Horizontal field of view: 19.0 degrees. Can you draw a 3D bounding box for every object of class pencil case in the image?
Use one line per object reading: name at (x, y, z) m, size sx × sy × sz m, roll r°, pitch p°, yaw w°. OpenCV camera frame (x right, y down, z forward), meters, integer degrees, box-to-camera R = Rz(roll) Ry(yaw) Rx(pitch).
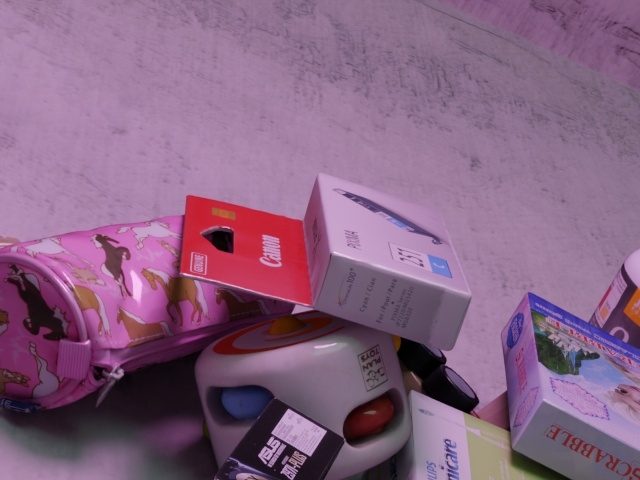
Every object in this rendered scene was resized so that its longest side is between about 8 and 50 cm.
pencil case at (-0.176, 0.061, 1.889) m, size 0.386 × 0.160 × 0.167 m, roll -14°, pitch 86°, yaw -58°

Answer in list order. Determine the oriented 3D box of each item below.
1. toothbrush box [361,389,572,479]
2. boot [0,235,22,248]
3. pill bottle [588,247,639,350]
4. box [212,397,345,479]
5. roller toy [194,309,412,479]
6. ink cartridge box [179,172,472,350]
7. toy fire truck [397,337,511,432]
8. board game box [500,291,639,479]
toothbrush box at (0.190, 0.289, 1.859) m, size 0.283 × 0.122 × 0.206 m, roll 25°, pitch 21°, yaw -10°
boot at (-0.275, 0.041, 1.953) m, size 0.158 × 0.059 × 0.085 m, roll -1°, pitch 39°, yaw -34°
pill bottle at (0.403, 0.107, 2.266) m, size 0.162 × 0.278 × 0.162 m, roll 22°, pitch 24°, yaw -10°
box at (-0.063, 0.242, 1.652) m, size 0.077 × 0.147 × 0.180 m, roll 30°, pitch 24°, yaw 5°
roller toy at (-0.015, 0.141, 1.814) m, size 0.209 × 0.146 × 0.191 m, roll -14°, pitch 9°, yaw -3°
ink cartridge box at (0.000, 0.000, 1.856) m, size 0.261 × 0.066 × 0.296 m, roll 16°, pitch 14°, yaw -7°
toy fire truck at (0.129, 0.152, 2.083) m, size 0.217 × 0.158 × 0.246 m, roll 52°, pitch 13°, yaw 33°
board game box at (0.345, 0.200, 2.003) m, size 0.318 × 0.066 × 0.318 m, roll 27°, pitch 18°, yaw -6°
